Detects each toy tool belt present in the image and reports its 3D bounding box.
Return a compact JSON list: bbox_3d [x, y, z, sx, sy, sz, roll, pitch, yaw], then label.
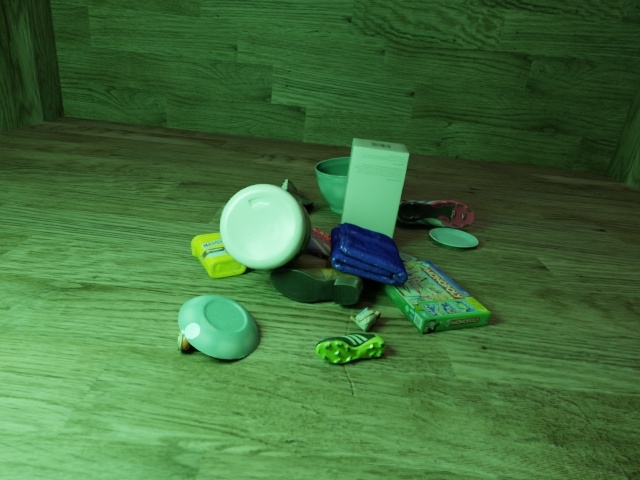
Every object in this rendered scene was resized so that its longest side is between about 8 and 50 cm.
[{"bbox_3d":[0.117,0.195,1.154,0.051,0.052,0.083,28,30,25],"label":"toy tool belt"}]

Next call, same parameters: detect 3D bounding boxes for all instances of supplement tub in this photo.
[{"bbox_3d":[-0.144,-0.034,1.302,0.229,0.228,0.316,8,0,4],"label":"supplement tub"}]

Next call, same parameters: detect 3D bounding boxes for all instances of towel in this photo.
[{"bbox_3d":[0.143,0.027,1.358,0.228,0.076,0.308,14,18,-3],"label":"towel"}]

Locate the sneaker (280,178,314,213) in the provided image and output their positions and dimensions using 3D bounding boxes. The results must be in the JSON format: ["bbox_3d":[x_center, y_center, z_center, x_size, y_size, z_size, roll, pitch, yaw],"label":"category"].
[{"bbox_3d":[-0.104,-0.171,1.916,0.163,0.106,0.281,19,24,-6],"label":"sneaker"}]

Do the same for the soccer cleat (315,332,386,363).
[{"bbox_3d":[0.065,0.244,1.031,0.179,0.060,0.072,3,13,-23],"label":"soccer cleat"}]

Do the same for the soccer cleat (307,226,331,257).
[{"bbox_3d":[0.000,0.000,1.519,0.248,0.095,0.083,11,24,12],"label":"soccer cleat"}]

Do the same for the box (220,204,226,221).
[{"bbox_3d":[-0.278,-0.095,1.742,0.207,0.036,0.114,4,24,-6],"label":"box"}]

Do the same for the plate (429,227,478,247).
[{"bbox_3d":[0.521,-0.005,1.754,0.188,0.024,0.188,6,23,-3],"label":"plate"}]

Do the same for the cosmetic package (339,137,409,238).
[{"bbox_3d":[0.183,-0.163,1.603,0.197,0.365,0.155,9,25,-1],"label":"cosmetic package"}]

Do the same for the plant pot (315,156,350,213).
[{"bbox_3d":[0.125,-0.230,1.937,0.294,0.196,0.293,-1,26,1],"label":"plant pot"}]

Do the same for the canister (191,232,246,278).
[{"bbox_3d":[-0.310,0.045,1.367,0.126,0.073,0.170,-8,29,-30],"label":"canister"}]

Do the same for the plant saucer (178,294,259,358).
[{"bbox_3d":[-0.224,0.183,1.024,0.195,0.037,0.194,24,28,-14],"label":"plant saucer"}]

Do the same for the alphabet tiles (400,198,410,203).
[{"bbox_3d":[0.288,-0.167,2.086,0.343,0.011,0.285,1,24,-13],"label":"alphabet tiles"}]

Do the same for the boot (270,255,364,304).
[{"bbox_3d":[0.011,0.086,1.334,0.265,0.096,0.280,2,18,11],"label":"boot"}]

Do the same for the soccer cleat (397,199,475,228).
[{"bbox_3d":[0.471,-0.116,1.876,0.332,0.115,0.143,6,1,-1],"label":"soccer cleat"}]

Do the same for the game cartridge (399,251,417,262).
[{"bbox_3d":[0.292,0.062,1.552,0.083,0.017,0.056,24,32,35],"label":"game cartridge"}]

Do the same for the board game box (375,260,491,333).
[{"bbox_3d":[0.308,0.153,1.308,0.214,0.046,0.317,-3,25,-20],"label":"board game box"}]

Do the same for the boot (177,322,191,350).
[{"bbox_3d":[-0.270,0.205,1.029,0.085,0.059,0.158,14,23,6],"label":"boot"}]
